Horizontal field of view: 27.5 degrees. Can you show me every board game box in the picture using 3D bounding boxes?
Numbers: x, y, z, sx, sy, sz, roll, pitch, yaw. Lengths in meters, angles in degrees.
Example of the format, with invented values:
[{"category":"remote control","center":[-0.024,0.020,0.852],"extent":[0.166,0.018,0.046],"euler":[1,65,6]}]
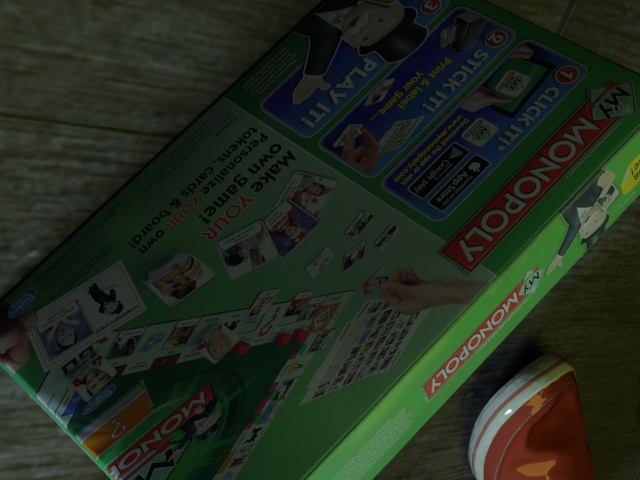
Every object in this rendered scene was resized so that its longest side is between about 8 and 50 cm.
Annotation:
[{"category":"board game box","center":[0.000,0.000,0.668],"extent":[0.317,0.213,0.046],"euler":[-44,143,-13]}]

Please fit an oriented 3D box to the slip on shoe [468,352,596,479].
[{"category":"slip on shoe","center":[0.205,0.224,1.164],"extent":[0.123,0.101,0.331],"euler":[-33,137,-23]}]
